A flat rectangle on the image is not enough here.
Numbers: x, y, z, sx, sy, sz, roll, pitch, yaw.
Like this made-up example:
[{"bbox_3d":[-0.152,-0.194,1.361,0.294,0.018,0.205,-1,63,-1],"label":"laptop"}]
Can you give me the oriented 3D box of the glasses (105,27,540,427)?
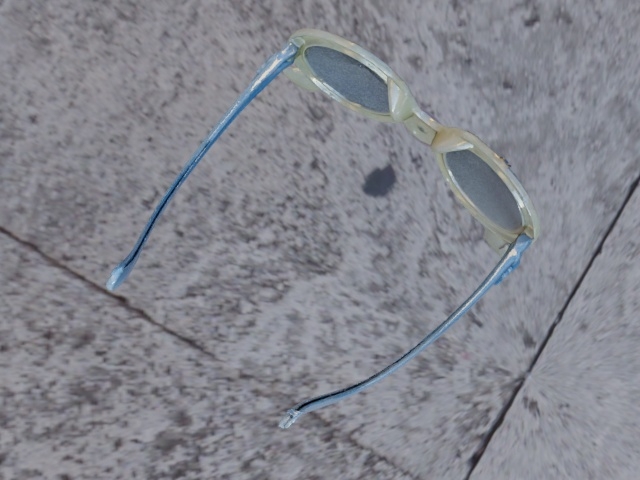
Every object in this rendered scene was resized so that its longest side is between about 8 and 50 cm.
[{"bbox_3d":[0.010,-0.014,0.703,0.189,0.088,0.220,40,49,5],"label":"glasses"}]
